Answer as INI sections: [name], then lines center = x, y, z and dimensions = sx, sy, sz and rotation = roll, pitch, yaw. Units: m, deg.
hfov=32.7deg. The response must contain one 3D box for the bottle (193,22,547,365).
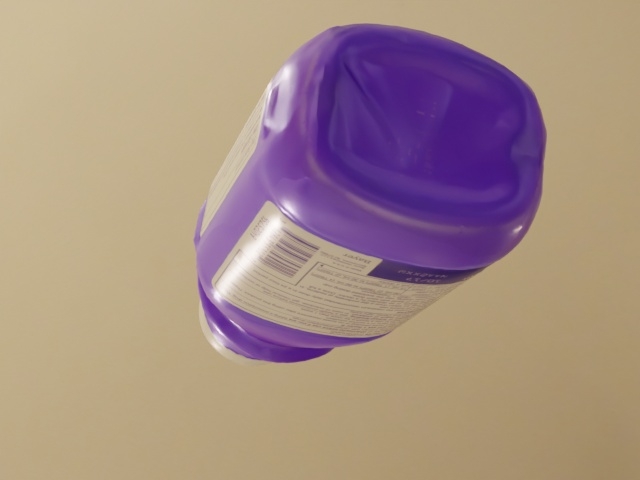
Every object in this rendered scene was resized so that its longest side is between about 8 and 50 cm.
[bottle]
center = 0.000, 0.000, 0.535
dimensions = 0.118, 0.283, 0.092
rotation = 14, -112, -12
